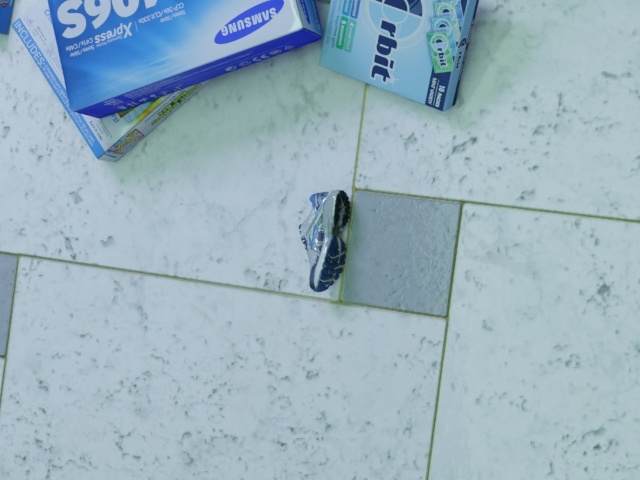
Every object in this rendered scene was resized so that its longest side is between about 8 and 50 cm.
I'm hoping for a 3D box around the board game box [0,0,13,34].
[{"bbox_3d":[-0.541,-0.397,2.092,0.210,0.047,0.160,12,92,23],"label":"board game box"}]

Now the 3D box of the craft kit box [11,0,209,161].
[{"bbox_3d":[-0.272,-0.280,1.973,0.246,0.061,0.250,-39,74,19],"label":"craft kit box"}]

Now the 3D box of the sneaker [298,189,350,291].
[{"bbox_3d":[0.000,0.000,1.855,0.058,0.052,0.135,6,82,32],"label":"sneaker"}]

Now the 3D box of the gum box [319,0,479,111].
[{"bbox_3d":[0.097,-0.266,1.795,0.184,0.041,0.157,23,120,21],"label":"gum box"}]

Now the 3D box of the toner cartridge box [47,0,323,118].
[{"bbox_3d":[-0.181,-0.291,1.868,0.347,0.075,0.165,-17,81,20],"label":"toner cartridge box"}]

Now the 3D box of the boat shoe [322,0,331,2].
[{"bbox_3d":[0.043,-0.342,1.854,0.133,0.049,0.042,-8,49,31],"label":"boat shoe"}]
